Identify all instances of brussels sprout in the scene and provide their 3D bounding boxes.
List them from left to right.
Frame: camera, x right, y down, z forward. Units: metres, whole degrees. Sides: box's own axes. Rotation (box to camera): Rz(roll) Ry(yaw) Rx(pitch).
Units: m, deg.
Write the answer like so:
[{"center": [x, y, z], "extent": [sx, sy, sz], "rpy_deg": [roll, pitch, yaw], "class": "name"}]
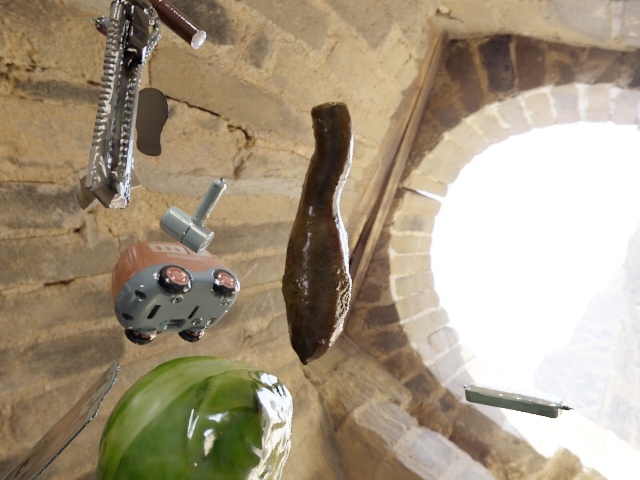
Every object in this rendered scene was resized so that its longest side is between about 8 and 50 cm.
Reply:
[{"center": [-0.192, 0.349, 0.678], "extent": [0.315, 0.275, 0.371], "rpy_deg": [70, -155, -19], "class": "brussels sprout"}]

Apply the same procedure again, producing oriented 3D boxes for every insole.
[{"center": [-0.436, -0.296, 1.036], "extent": [0.086, 0.005, 0.253], "rpy_deg": [10, -31, -21], "class": "insole"}]

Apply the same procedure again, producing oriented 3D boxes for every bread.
[{"center": [-0.626, -0.157, 1.195], "extent": [0.152, 0.105, 0.077], "rpy_deg": [-27, -88, -53], "class": "bread"}]

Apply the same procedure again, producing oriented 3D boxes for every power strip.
[{"center": [0.429, 0.351, 0.892], "extent": [0.079, 0.226, 0.029], "rpy_deg": [3, -95, -49], "class": "power strip"}]

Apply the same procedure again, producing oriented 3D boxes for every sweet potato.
[{"center": [0.000, 0.000, 0.597], "extent": [0.109, 0.109, 0.386], "rpy_deg": [-8, -73, -48], "class": "sweet potato"}]

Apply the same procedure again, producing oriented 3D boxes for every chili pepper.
[{"center": [-0.520, -0.527, 1.041], "extent": [0.153, 0.041, 0.050], "rpy_deg": [20, -95, -62], "class": "chili pepper"}]

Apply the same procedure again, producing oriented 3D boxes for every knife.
[{"center": [-0.275, -0.216, 0.582], "extent": [0.089, 0.043, 0.366], "rpy_deg": [27, -123, -55], "class": "knife"}]

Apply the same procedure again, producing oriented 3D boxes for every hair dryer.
[{"center": [-0.202, -0.053, 0.678], "extent": [0.137, 0.082, 0.047], "rpy_deg": [-54, 1, 16], "class": "hair dryer"}]

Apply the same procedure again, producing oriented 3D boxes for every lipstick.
[{"center": [-0.454, -0.638, 1.072], "extent": [0.057, 0.356, 0.057], "rpy_deg": [-49, -4, -5], "class": "lipstick"}]

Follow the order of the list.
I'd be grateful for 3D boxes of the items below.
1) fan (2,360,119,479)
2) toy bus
[{"center": [-0.252, 0.195, 0.336], "extent": [0.220, 0.132, 0.009], "rpy_deg": [-46, -75, -6], "class": "fan"}, {"center": [-0.356, 0.105, 0.976], "extent": [0.287, 0.232, 0.194], "rpy_deg": [10, -58, -53], "class": "toy bus"}]
